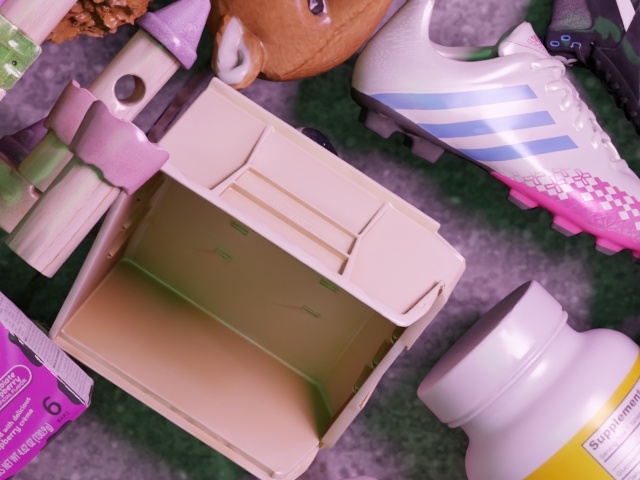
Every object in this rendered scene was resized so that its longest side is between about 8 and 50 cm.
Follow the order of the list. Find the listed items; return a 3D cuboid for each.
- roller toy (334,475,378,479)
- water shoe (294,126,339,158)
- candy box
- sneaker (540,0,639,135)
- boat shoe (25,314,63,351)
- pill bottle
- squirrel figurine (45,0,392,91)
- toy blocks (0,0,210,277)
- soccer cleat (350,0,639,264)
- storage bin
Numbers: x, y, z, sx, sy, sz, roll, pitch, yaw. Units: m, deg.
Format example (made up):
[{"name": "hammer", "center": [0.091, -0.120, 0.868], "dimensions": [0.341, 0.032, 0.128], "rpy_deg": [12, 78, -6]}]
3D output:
[{"name": "roller toy", "center": [0.014, 0.302, 1.379], "dimensions": [0.146, 0.209, 0.191], "rpy_deg": [-10, 91, -4]}, {"name": "water shoe", "center": [0.000, 0.000, 1.449], "dimensions": [0.080, 0.073, 0.203], "rpy_deg": [-19, 91, 28]}, {"name": "candy box", "center": [-0.327, 0.102, 1.354], "dimensions": [0.159, 0.071, 0.233], "rpy_deg": [-43, 102, 6]}, {"name": "sneaker", "center": [0.256, -0.144, 1.430], "dimensions": [0.121, 0.079, 0.217], "rpy_deg": [-8, 83, 5]}, {"name": "boat shoe", "center": [-0.351, 0.131, 1.445], "dimensions": [0.254, 0.079, 0.095], "rpy_deg": [-25, 89, 0]}, {"name": "pill bottle", "center": [0.247, 0.199, 1.379], "dimensions": [0.188, 0.188, 0.334], "rpy_deg": [-45, 90, 2]}, {"name": "squirrel figurine", "center": [-0.120, -0.298, 1.371], "dimensions": [0.397, 0.281, 0.370], "rpy_deg": [-17, 102, 16]}, {"name": "toy blocks", "center": [-0.236, -0.175, 1.200], "dimensions": [0.288, 0.309, 0.260], "rpy_deg": [39, 87, -19]}, {"name": "soccer cleat", "center": [0.188, -0.098, 1.385], "dimensions": [0.331, 0.116, 0.143], "rpy_deg": [27, 98, -12]}, {"name": "storage bin", "center": [-0.056, 0.046, 1.343], "dimensions": [0.260, 0.123, 0.262], "rpy_deg": [34, 136, 1]}]
